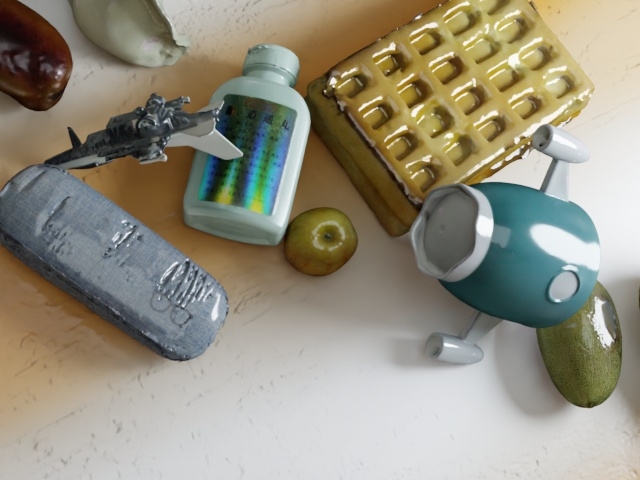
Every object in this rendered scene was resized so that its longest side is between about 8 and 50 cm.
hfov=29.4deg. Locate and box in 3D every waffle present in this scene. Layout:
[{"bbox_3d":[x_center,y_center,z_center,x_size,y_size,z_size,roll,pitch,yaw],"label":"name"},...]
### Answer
[{"bbox_3d":[0.161,-0.174,1.496,0.327,0.098,0.224,-34,86,-25],"label":"waffle"}]

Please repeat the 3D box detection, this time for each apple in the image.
[{"bbox_3d":[0.000,0.000,1.401,0.084,0.071,0.084,5,71,-15],"label":"apple"}]

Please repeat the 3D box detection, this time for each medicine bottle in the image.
[{"bbox_3d":[-0.077,-0.115,1.408,0.121,0.083,0.229,13,70,-1],"label":"medicine bottle"}]

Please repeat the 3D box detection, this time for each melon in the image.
[{"bbox_3d":[0.307,0.117,1.440,0.099,0.099,0.162,-2,74,-17],"label":"melon"}]

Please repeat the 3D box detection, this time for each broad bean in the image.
[{"bbox_3d":[-0.351,-0.218,1.360,0.165,0.084,0.114,35,31,-3],"label":"broad bean"}]

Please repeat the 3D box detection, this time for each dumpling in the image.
[{"bbox_3d":[-0.229,-0.277,1.389,0.100,0.134,0.169,-30,80,-22],"label":"dumpling"}]

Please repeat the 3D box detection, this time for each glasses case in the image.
[{"bbox_3d":[-0.228,0.025,1.327,0.282,0.067,0.109,37,64,-4],"label":"glasses case"}]

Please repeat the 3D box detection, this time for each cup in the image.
[{"bbox_3d":[0.199,0.007,1.378,0.173,0.167,0.300,17,105,-36],"label":"cup"}]

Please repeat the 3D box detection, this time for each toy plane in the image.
[{"bbox_3d":[-0.205,-0.119,1.338,0.234,0.082,0.160,-3,30,6],"label":"toy plane"}]

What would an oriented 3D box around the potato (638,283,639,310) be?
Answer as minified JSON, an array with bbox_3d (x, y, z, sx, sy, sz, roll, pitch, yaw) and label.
[{"bbox_3d":[0.517,0.117,1.454,0.307,0.210,0.173,61,26,1],"label":"potato"}]
